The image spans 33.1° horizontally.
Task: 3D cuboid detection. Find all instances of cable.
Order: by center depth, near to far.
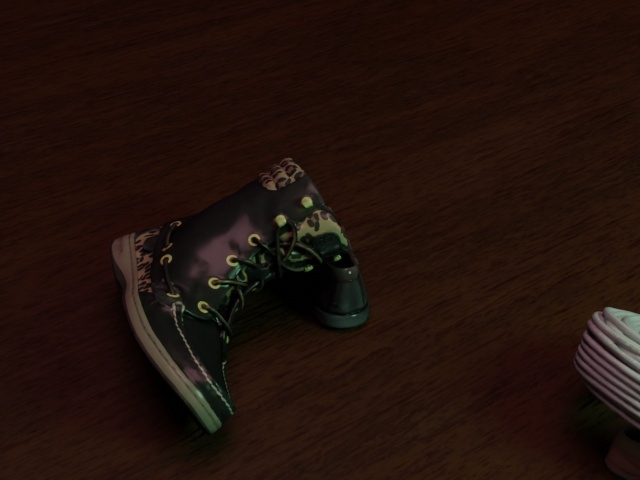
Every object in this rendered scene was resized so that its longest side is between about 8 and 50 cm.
[{"bbox_3d":[0.422,0.167,1.248,0.257,0.089,0.257,31,16,35],"label":"cable"}]

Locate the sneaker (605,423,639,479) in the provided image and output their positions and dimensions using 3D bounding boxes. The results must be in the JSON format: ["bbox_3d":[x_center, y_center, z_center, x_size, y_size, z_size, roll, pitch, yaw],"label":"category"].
[{"bbox_3d":[0.392,0.251,1.215,0.134,0.070,0.051,21,37,23],"label":"sneaker"}]

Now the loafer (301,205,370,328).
[{"bbox_3d":[0.000,0.000,1.533,0.109,0.095,0.302,-9,37,-15],"label":"loafer"}]

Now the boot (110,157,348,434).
[{"bbox_3d":[-0.100,0.050,1.358,0.284,0.138,0.377,-29,33,-3],"label":"boot"}]
